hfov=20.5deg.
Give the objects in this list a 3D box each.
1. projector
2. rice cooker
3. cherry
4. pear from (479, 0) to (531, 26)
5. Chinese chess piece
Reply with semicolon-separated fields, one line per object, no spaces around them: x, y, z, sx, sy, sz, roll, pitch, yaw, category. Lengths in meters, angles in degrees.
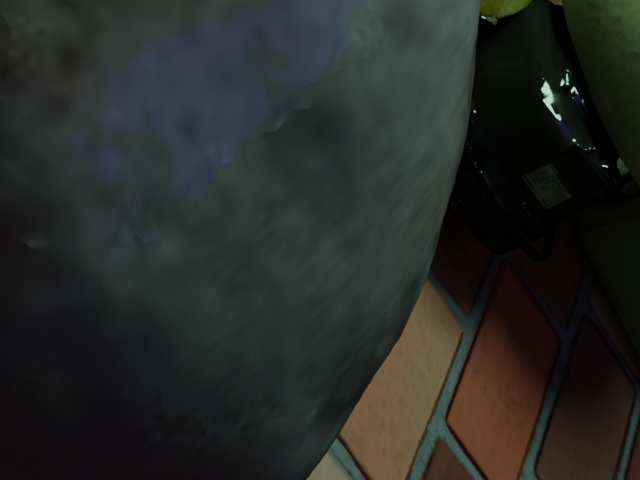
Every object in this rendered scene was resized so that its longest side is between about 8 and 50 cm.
0.326;0.007;1.471;0.198;0.108;0.250;61;36;-13;projector
0.136;-0.084;1.235;0.142;0.118;0.203;45;31;-39;rice cooker
-0.095;-0.020;0.706;0.335;0.291;0.326;-14;103;-15;cherry
0.083;-0.284;1.157;0.267;0.178;0.267;23;40;-21;pear
0.269;-0.118;1.270;0.250;0.101;0.250;44;32;-37;Chinese chess piece
